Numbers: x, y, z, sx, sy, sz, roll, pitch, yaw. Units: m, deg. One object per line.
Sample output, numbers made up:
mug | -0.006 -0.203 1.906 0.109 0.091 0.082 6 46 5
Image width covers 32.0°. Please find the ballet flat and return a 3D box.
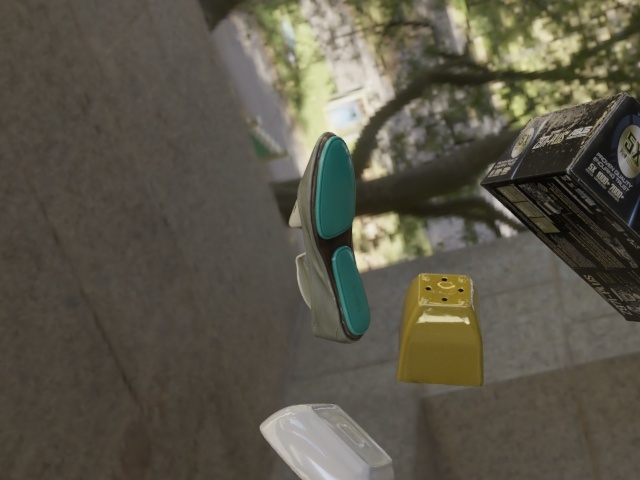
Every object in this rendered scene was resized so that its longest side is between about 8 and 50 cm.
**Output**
ballet flat | 0.000 0.000 1.103 0.072 0.068 0.213 -23 109 -50

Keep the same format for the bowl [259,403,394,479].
bowl | 0.016 0.220 1.165 0.142 0.053 0.142 42 8 20

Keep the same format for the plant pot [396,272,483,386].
plant pot | 0.114 0.077 1.045 0.081 0.081 0.083 -81 173 -55

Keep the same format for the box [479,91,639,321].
box | 0.237 -0.018 0.863 0.180 0.077 0.147 41 -12 -11
